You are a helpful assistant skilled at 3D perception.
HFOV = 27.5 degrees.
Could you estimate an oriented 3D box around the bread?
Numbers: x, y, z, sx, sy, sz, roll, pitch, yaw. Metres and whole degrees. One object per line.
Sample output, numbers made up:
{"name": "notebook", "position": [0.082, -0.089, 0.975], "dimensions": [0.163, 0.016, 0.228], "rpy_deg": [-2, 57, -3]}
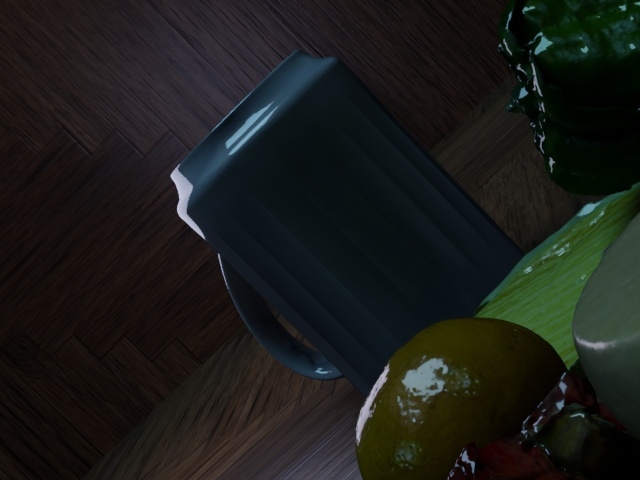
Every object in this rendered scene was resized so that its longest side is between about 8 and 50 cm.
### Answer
{"name": "bread", "position": [0.195, 0.056, 1.048], "dimensions": [0.301, 0.045, 0.301], "rpy_deg": [-44, 7, 6]}

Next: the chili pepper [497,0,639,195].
{"name": "chili pepper", "position": [0.328, -0.161, 1.013], "dimensions": [0.385, 0.213, 0.167], "rpy_deg": [-21, -27, 7]}

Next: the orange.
{"name": "orange", "position": [0.091, 0.120, 0.849], "dimensions": [0.156, 0.124, 0.156], "rpy_deg": [-49, -12, -14]}

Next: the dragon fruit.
{"name": "dragon fruit", "position": [0.131, 0.166, 0.733], "dimensions": [0.092, 0.122, 0.192], "rpy_deg": [18, 49, 38]}

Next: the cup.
{"name": "cup", "position": [0.000, 0.000, 1.414], "dimensions": [0.323, 0.327, 0.237], "rpy_deg": [-42, 6, 41]}

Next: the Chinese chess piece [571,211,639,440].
{"name": "Chinese chess piece", "position": [0.256, 0.007, 0.693], "dimensions": [0.273, 0.102, 0.273], "rpy_deg": [-43, 5, 4]}
